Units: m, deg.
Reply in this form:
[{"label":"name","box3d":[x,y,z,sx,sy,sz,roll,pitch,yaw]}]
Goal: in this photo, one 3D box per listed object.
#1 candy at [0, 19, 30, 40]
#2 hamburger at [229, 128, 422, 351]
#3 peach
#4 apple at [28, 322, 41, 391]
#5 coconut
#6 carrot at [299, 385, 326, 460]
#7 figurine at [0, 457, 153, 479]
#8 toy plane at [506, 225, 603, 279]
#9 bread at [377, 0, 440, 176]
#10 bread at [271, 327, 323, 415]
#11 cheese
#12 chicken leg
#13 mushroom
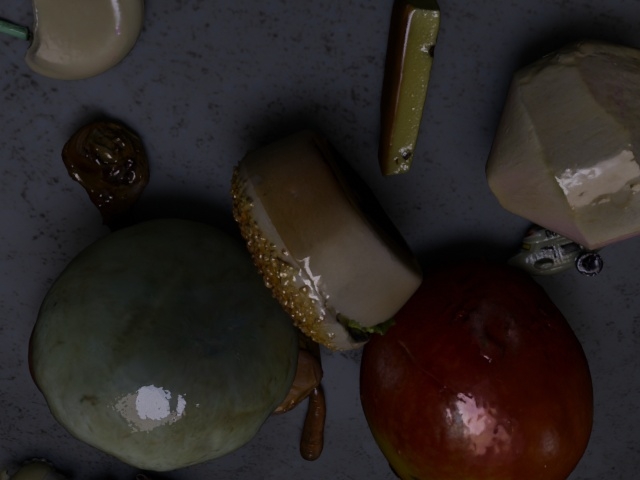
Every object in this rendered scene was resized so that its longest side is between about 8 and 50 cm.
[{"label":"candy","box3d":[-0.522,-0.296,0.844,0.335,0.092,0.093,15,88,-20]},{"label":"hamburger","box3d":[0.000,0.000,0.923,0.170,0.302,0.302,-37,118,11]},{"label":"peach","box3d":[0.230,0.208,1.047,0.369,0.370,0.370,0,125,0]},{"label":"apple","box3d":[-0.354,0.171,1.097,0.173,0.188,0.188,-22,124,33]},{"label":"coconut","box3d":[0.326,-0.114,0.877,0.259,0.259,0.259,0,125,0]},{"label":"carrot","box3d":[-0.011,0.334,1.303,0.047,0.047,0.191,5,124,-4]},{"label":"figurine","box3d":[-0.446,0.553,1.359,0.394,0.226,0.275,26,95,-7]},{"label":"toy plane","box3d":[0.411,-0.016,1.042,0.286,0.092,0.108,-17,99,14]},{"label":"bread","box3d":[0.107,-0.198,0.902,0.049,0.088,0.226,2,126,-6]},{"label":"bread","box3d":[-0.094,0.194,1.170,0.199,0.104,0.199,-2,129,-2]},{"label":"cheese","box3d":[-0.248,-0.283,0.849,0.248,0.071,0.164,-8,125,4]},{"label":"chicken leg","box3d":[-0.294,-0.058,1.008,0.107,0.087,0.252,16,133,10]},{"label":"mushroom","box3d":[-0.199,0.133,0.951,0.352,0.352,0.260,22,146,-15]}]
